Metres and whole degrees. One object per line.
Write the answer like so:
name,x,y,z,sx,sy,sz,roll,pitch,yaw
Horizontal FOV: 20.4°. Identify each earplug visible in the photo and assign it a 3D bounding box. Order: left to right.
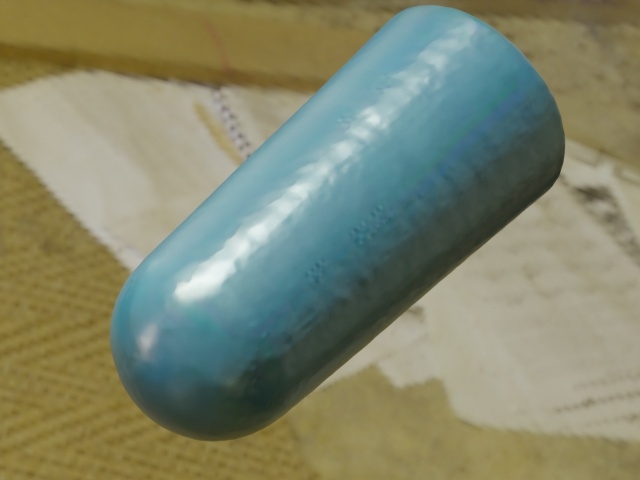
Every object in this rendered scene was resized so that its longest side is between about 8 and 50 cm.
earplug,0.000,0.000,0.935,0.132,0.132,0.273,33,54,21
